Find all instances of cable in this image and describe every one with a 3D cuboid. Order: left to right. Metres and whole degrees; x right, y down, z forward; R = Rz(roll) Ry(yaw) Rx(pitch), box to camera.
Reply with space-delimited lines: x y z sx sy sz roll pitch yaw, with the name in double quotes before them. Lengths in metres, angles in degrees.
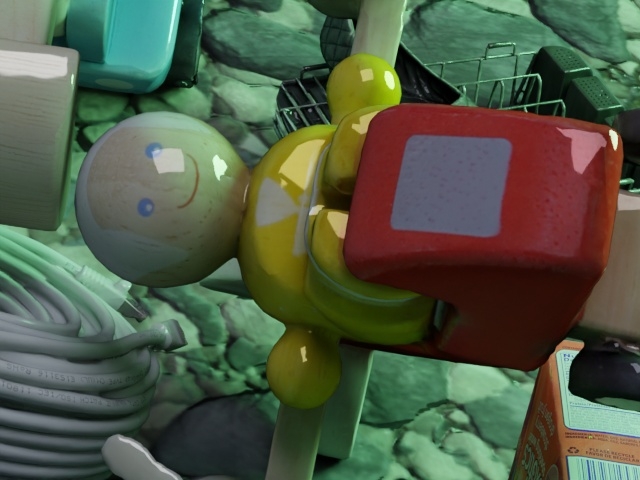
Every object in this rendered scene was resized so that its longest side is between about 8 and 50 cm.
"cable" -0.211 0.045 1.009 0.257 0.089 0.257 27 9 1

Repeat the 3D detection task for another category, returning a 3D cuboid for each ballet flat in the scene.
"ballet flat" 0.056 -0.110 1.291 0.057 0.049 0.173 -22 48 -32

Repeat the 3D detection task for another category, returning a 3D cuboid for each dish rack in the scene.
"dish rack" 0.107 -0.057 1.333 0.271 0.074 0.208 -9 40 -22

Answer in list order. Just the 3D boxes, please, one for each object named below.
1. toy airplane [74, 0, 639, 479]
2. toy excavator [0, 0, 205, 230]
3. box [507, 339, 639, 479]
"toy airplane" 0.000 0.000 0.969 0.272 0.384 0.386 14 35 -20
"toy excavator" -0.177 -0.199 1.210 0.222 0.445 0.433 9 80 -4
"box" 0.252 0.169 1.003 0.299 0.142 0.154 9 31 -3
